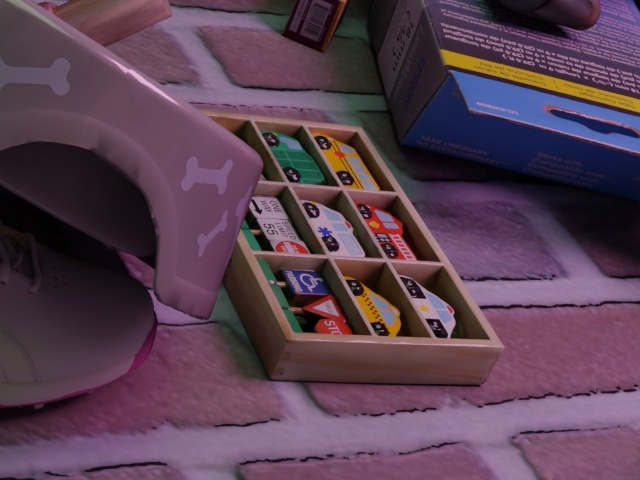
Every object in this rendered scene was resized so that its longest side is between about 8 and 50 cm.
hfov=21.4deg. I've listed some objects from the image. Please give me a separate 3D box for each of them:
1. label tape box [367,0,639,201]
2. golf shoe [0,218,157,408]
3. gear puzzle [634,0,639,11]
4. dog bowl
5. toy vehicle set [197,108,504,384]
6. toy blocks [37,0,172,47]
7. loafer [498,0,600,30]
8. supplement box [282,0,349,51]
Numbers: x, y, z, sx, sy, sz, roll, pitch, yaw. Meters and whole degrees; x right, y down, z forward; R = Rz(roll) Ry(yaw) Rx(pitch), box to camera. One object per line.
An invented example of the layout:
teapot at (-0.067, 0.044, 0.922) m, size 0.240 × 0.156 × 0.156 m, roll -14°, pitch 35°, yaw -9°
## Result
label tape box at (0.183, -0.125, 1.440) m, size 0.240 × 0.106 × 0.334 m, roll 13°, pitch 32°, yaw -15°
golf shoe at (-0.226, 0.012, 0.943) m, size 0.306 × 0.140 × 0.115 m, roll 7°, pitch 33°, yaw -26°
gear puzzle at (0.269, -0.224, 1.714) m, size 0.339 × 0.044 × 0.175 m, roll 33°, pitch 35°, yaw 14°
dog bowl at (-0.186, -0.086, 0.989) m, size 0.348 × 0.102 × 0.349 m, roll 33°, pitch 0°, yaw 0°
toy vehicle set at (0.000, 0.000, 1.203) m, size 0.166 × 0.035 × 0.267 m, roll 3°, pitch 36°, yaw -29°
toy blocks at (-0.302, -0.283, 1.242) m, size 0.260 × 0.309 × 0.289 m, roll -23°, pitch 48°, yaw 6°
loafer at (0.179, -0.272, 1.497) m, size 0.084 × 0.096 × 0.268 m, roll 28°, pitch 32°, yaw -30°
supplement box at (0.002, -0.213, 1.509) m, size 0.043 × 0.055 × 0.083 m, roll 23°, pitch 30°, yaw 0°
